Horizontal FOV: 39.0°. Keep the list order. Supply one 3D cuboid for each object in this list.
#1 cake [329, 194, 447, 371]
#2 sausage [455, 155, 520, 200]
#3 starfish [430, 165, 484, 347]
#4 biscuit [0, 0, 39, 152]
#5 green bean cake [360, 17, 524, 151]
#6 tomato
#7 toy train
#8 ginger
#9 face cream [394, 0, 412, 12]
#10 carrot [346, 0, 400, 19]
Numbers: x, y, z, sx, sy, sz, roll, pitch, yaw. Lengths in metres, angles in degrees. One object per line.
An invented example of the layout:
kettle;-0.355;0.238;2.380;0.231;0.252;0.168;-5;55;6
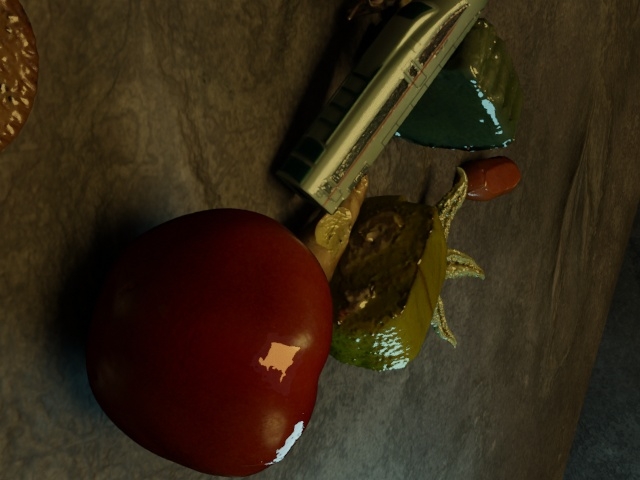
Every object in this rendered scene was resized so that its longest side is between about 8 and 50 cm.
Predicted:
cake;0.082;0.054;1.364;0.156;0.179;0.261;69;35;-47
sausage;0.339;-0.126;1.823;0.179;0.089;0.089;-21;118;-44
starfish;0.198;0.071;1.660;0.347;0.078;0.358;-43;135;-45
biscuit;-0.322;-0.150;0.775;0.188;0.027;0.188;-27;123;-51
green bean cake;0.189;-0.239;1.410;0.227;0.222;0.125;54;49;-47
tomato;-0.128;0.102;0.971;0.226;0.298;0.299;12;90;-26
toy train;0.092;-0.228;1.255;0.407;0.086;0.088;-54;132;-4
ginger;0.000;0.000;1.298;0.294;0.086;0.131;-57;173;-39
face cream;0.170;-0.375;1.470;0.285;0.067;0.139;58;47;-50
carrot;0.083;-0.427;1.177;0.331;0.193;0.214;51;23;-60
